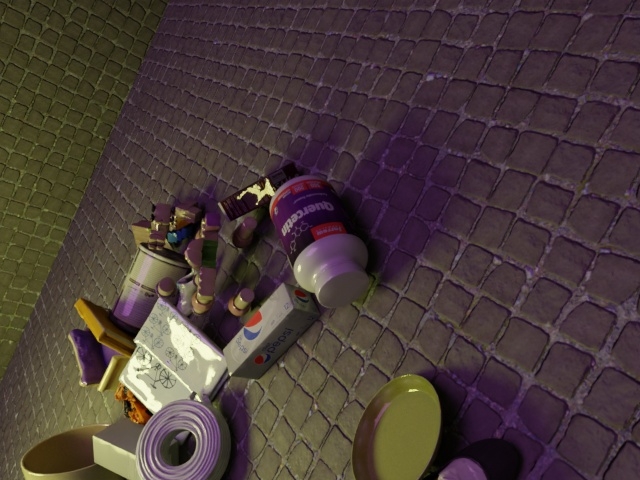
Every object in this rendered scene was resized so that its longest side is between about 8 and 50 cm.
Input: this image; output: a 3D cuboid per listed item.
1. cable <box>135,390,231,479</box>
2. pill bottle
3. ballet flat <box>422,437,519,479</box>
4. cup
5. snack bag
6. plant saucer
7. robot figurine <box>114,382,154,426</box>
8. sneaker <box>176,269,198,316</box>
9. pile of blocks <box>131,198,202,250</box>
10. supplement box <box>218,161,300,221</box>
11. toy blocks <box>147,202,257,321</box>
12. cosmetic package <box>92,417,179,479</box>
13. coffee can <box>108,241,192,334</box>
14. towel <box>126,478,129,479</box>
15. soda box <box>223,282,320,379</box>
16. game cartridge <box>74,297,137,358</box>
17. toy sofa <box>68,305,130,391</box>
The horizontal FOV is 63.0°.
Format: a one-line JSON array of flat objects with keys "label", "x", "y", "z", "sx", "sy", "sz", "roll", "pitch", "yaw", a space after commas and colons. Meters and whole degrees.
[{"label": "cable", "x": -0.369, "y": 0.563, "z": 1.416, "sx": 0.257, "sy": 0.089, "sz": 0.257, "roll": -43, "pitch": 60, "yaw": -14}, {"label": "pill bottle", "x": 0.000, "y": 0.000, "z": 1.264, "sx": 0.181, "sy": 0.181, "sz": 0.323, "roll": -48, "pitch": 44, "yaw": 23}, {"label": "ballet flat", "x": 0.217, "y": 0.439, "z": 0.897, "sx": 0.280, "sy": 0.096, "sz": 0.095, "roll": -47, "pitch": 60, "yaw": 24}, {"label": "cup", "x": -0.778, "y": 0.785, "z": 1.714, "sx": 0.331, "sy": 0.331, "sz": 0.237, "roll": 2, "pitch": 99, "yaw": 48}, {"label": "snack bag", "x": -0.454, "y": 0.396, "z": 1.586, "sx": 0.323, "sy": 0.037, "sz": 0.342, "roll": 38, "pitch": 105, "yaw": 17}, {"label": "plant saucer", "x": 0.150, "y": 0.374, "z": 0.996, "sx": 0.241, "sy": 0.037, "sz": 0.241, "roll": -45, "pitch": 24, "yaw": 26}, {"label": "robot figurine", "x": -0.617, "y": 0.532, "z": 1.784, "sx": 0.291, "sy": 0.085, "sz": 0.211, "roll": 19, "pitch": 87, "yaw": 50}, {"label": "sneaker", "x": -0.447, "y": 0.168, "z": 1.751, "sx": 0.212, "sy": 0.094, "sz": 0.080, "roll": -54, "pitch": 43, "yaw": 16}, {"label": "pile of blocks", "x": -0.554, "y": -0.053, "z": 1.980, "sx": 0.362, "sy": 0.149, "sz": 0.112, "roll": -16, "pitch": 18, "yaw": 33}, {"label": "supplement box", "x": -0.180, "y": -0.142, "z": 1.560, "sx": 0.239, "sy": 0.130, "sz": 0.073, "roll": -22, "pitch": 102, "yaw": 41}, {"label": "toy blocks", "x": -0.359, "y": 0.078, "z": 1.552, "sx": 0.260, "sy": 0.309, "sz": 0.288, "roll": 134, "pitch": 140, "yaw": -62}, {"label": "cosmetic package", "x": -0.554, "y": 0.632, "z": 1.567, "sx": 0.238, "sy": 0.127, "sz": 0.107, "roll": 7, "pitch": 103, "yaw": 30}, {"label": "coffee can", "x": -0.583, "y": 0.170, "z": 1.815, "sx": 0.201, "sy": 0.201, "sz": 0.275, "roll": 26, "pitch": 93, "yaw": 50}, {"label": "towel", "x": -0.584, "y": 0.794, "z": 1.677, "sx": 0.110, "sy": 0.027, "sz": 0.148, "roll": -57, "pitch": 41, "yaw": 14}, {"label": "soda box", "x": -0.133, "y": 0.243, "z": 1.370, "sx": 0.286, "sy": 0.098, "sz": 0.091, "roll": -48, "pitch": 44, "yaw": 23}, {"label": "game cartridge", "x": -0.686, "y": 0.325, "z": 1.800, "sx": 0.324, "sy": 0.285, "sz": 0.052, "roll": 20, "pitch": 71, "yaw": 50}, {"label": "toy sofa", "x": -0.828, "y": 0.406, "z": 2.002, "sx": 0.362, "sy": 0.177, "sz": 0.150, "roll": 41, "pitch": 105, "yaw": 49}]
